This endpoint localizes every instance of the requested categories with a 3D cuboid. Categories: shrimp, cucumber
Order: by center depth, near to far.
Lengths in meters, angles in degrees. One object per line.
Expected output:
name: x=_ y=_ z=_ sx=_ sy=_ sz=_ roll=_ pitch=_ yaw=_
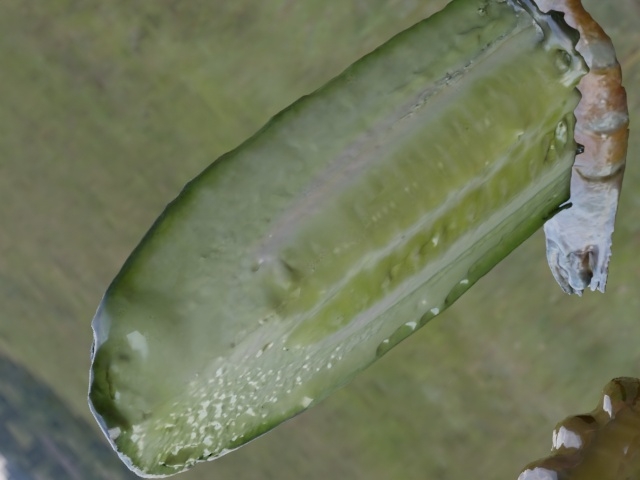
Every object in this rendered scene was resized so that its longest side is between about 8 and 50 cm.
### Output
cucumber: x=-0.001 y=0.000 z=1.003 sx=0.105 sy=0.325 sz=0.145 roll=41 pitch=160 yaw=28
shrimp: x=0.183 y=-0.080 z=1.441 sx=0.316 sy=0.062 sz=0.164 roll=79 pitch=169 yaw=-46

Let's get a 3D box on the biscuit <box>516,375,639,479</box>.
biscuit: x=0.230 y=0.192 z=1.195 sx=0.107 sy=0.325 sz=0.326 roll=43 pitch=175 yaw=-30
